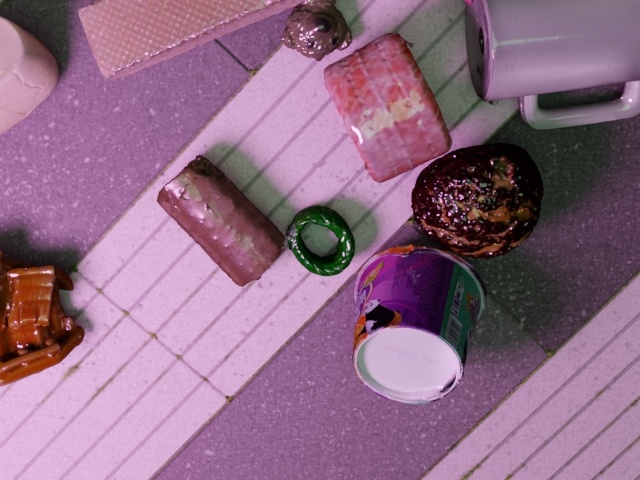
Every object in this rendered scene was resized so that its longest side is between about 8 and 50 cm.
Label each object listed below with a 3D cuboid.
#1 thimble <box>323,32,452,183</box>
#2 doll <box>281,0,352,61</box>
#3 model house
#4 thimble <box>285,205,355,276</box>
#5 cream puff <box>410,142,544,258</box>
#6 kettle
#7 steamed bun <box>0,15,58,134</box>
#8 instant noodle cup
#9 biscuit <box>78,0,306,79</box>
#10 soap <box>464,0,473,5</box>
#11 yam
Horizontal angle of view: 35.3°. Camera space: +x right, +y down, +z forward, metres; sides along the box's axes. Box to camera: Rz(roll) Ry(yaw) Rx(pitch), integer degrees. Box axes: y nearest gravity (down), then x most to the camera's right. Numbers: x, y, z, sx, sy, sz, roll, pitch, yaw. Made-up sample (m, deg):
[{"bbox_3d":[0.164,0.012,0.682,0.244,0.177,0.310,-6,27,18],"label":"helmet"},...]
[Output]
[{"bbox_3d":[0.118,-0.228,1.721,0.162,0.239,0.239,-25,105,7],"label":"thimble"},{"bbox_3d":[-0.001,-0.463,1.735,0.203,0.091,0.285,21,93,-20],"label":"doll"},{"bbox_3d":[-0.566,0.122,1.797,0.199,0.219,0.229,-3,119,13],"label":"model house"},{"bbox_3d":[0.000,0.000,1.853,0.130,0.090,0.118,20,101,-9],"label":"thimble"},{"bbox_3d":[0.281,-0.063,1.776,0.239,0.239,0.164,-9,65,0],"label":"cream puff"},{"bbox_3d":[0.424,-0.327,1.724,0.318,0.205,0.265,-8,96,-3],"label":"kettle"},{"bbox_3d":[-0.580,-0.272,1.699,0.250,0.200,0.154,-35,80,4],"label":"steamed bun"},{"bbox_3d":[0.168,0.161,1.808,0.251,0.190,0.251,7,129,8],"label":"instant noodle cup"},{"bbox_3d":[-0.197,-0.411,1.697,0.426,0.078,0.144,-19,92,11],"label":"biscuit"},{"bbox_3d":[0.172,-0.473,1.601,0.220,0.325,0.127,25,109,2],"label":"soap"},{"bbox_3d":[-0.183,-0.038,1.815,0.238,0.128,0.129,45,77,-16],"label":"yam"}]
